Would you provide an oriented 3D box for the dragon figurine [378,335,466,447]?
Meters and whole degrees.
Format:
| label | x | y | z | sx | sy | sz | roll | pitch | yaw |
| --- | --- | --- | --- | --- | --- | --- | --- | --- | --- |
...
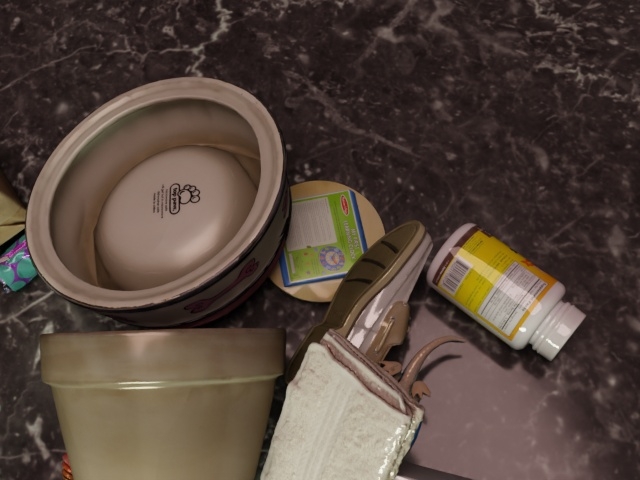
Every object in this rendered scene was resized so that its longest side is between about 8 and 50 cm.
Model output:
| label | x | y | z | sx | sy | sz | roll | pitch | yaw |
| --- | --- | --- | --- | --- | --- | --- | --- | --- | --- |
| dragon figurine | 0.096 | 0.248 | 1.113 | 0.085 | 0.144 | 0.289 | 27 | 53 | 18 |

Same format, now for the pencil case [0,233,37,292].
| label | x | y | z | sx | sy | sz | roll | pitch | yaw |
| --- | --- | --- | --- | --- | --- | --- | --- | --- | --- |
| pencil case | -0.465 | 0.014 | 1.286 | 0.064 | 0.070 | 0.151 | 38 | 75 | 25 |

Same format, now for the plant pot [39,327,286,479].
| label | x | y | z | sx | sy | sz | roll | pitch | yaw |
| --- | --- | --- | --- | --- | --- | --- | --- | --- | --- |
| plant pot | -0.202 | 0.257 | 1.051 | 0.323 | 0.323 | 0.280 | -2 | 84 | 6 |

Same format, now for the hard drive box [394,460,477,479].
| label | x | y | z | sx | sy | sz | roll | pitch | yaw |
| --- | --- | --- | --- | --- | --- | --- | --- | --- | --- |
| hard drive box | 0.190 | 0.403 | 1.006 | 0.232 | 0.089 | 0.181 | 11 | 89 | 12 |

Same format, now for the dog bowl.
| label | x | y | z | sx | sy | sz | roll | pitch | yaw |
| --- | --- | --- | --- | --- | --- | --- | --- | --- | --- |
| dog bowl | -0.227 | -0.046 | 1.209 | 0.408 | 0.150 | 0.407 | -8 | 57 | 13 |

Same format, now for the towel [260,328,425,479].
| label | x | y | z | sx | sy | sz | roll | pitch | yaw |
| --- | --- | --- | --- | --- | --- | --- | --- | --- | --- |
| towel | 0.017 | 0.272 | 1.019 | 0.187 | 0.049 | 0.282 | 36 | 118 | 40 |

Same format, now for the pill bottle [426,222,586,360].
| label | x | y | z | sx | sy | sz | roll | pitch | yaw |
| --- | --- | --- | --- | --- | --- | --- | --- | --- | --- |
| pill bottle | 0.268 | 0.077 | 1.150 | 0.215 | 0.117 | 0.117 | 38 | 76 | 19 |

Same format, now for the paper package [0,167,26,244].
| label | x | y | z | sx | sy | sz | roll | pitch | yaw |
| --- | --- | --- | --- | --- | --- | --- | --- | --- | --- |
| paper package | -0.680 | -0.076 | 1.272 | 0.309 | 0.168 | 0.325 | -37 | 59 | -9 |

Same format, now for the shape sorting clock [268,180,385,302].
| label | x | y | z | sx | sy | sz | roll | pitch | yaw |
| --- | --- | --- | --- | --- | --- | --- | --- | --- | --- |
| shape sorting clock | 0.000 | 0.000 | 1.255 | 0.206 | 0.040 | 0.206 | -1 | 68 | 2 |

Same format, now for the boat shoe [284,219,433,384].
| label | x | y | z | sx | sy | sz | roll | pitch | yaw |
| --- | --- | --- | --- | --- | --- | --- | --- | --- | --- |
| boat shoe | 0.075 | 0.111 | 1.165 | 0.103 | 0.113 | 0.302 | 40 | 84 | -20 |

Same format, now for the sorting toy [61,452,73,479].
| label | x | y | z | sx | sy | sz | roll | pitch | yaw |
| --- | --- | --- | --- | --- | --- | --- | --- | --- | --- |
| sorting toy | -0.336 | 0.342 | 1.137 | 0.102 | 0.061 | 0.042 | 27 | 85 | 45 |
